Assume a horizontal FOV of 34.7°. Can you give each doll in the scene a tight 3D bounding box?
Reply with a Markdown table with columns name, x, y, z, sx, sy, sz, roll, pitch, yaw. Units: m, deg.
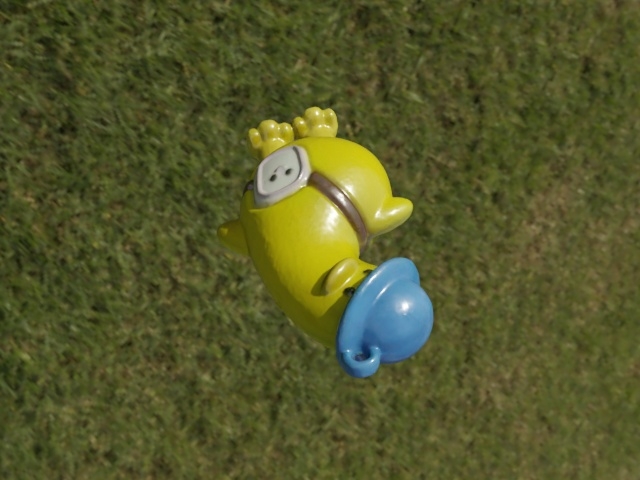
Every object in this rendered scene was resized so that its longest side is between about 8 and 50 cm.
| name | x | y | z | sx | sy | sz | roll | pitch | yaw |
| --- | --- | --- | --- | --- | --- | --- | --- | --- | --- |
| doll | 0.000 | 0.000 | 1.021 | 0.199 | 0.363 | 0.145 | -17 | 133 | -1 |
